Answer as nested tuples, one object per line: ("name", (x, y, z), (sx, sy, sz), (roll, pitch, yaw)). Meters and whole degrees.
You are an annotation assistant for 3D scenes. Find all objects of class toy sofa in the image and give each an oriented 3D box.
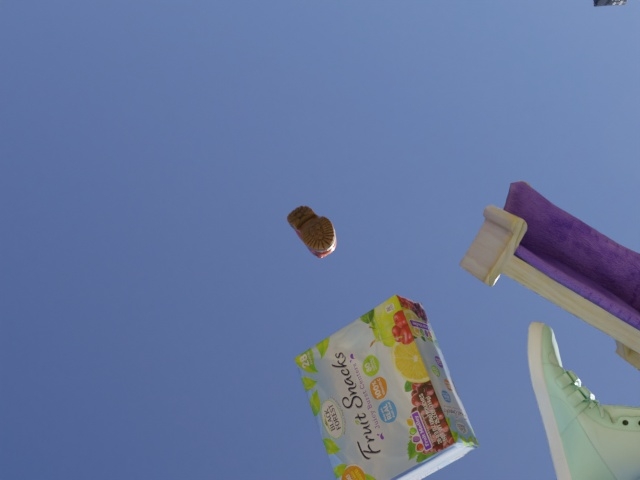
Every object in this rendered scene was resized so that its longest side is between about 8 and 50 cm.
("toy sofa", (0.426, 0.060, 2.092), (0.362, 0.177, 0.150), (30, -175, -14))

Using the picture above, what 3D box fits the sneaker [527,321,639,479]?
("sneaker", (0.372, 0.218, 1.746), (0.151, 0.094, 0.256), (-17, -109, 11))

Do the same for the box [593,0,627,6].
("box", (0.448, -0.412, 1.990), (0.052, 0.062, 0.083), (-5, -103, -4))

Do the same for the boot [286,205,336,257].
("boot", (0.000, 0.000, 2.248), (0.059, 0.084, 0.158), (-34, -153, -4))

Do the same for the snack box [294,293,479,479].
("snack box", (0.079, 0.201, 1.609), (0.070, 0.174, 0.207), (20, -136, -52))
